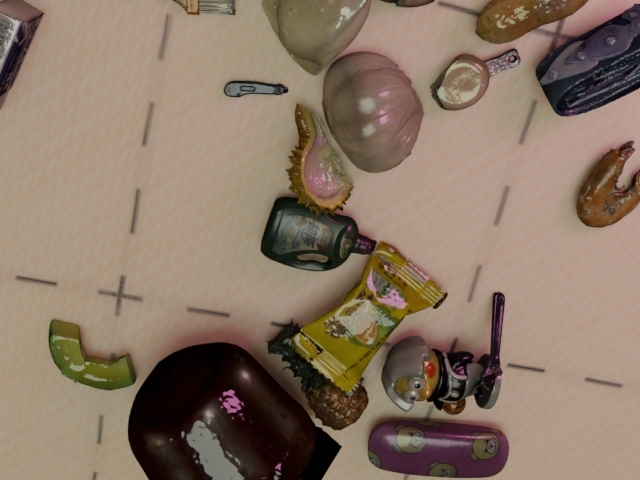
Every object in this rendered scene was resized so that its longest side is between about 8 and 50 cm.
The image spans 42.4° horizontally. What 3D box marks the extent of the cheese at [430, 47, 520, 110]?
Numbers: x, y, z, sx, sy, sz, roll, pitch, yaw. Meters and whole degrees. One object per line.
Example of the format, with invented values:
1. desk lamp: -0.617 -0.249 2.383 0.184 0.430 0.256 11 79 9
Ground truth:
1. cheese: 0.281 -0.309 1.523 0.171 0.047 0.092 -41 111 16

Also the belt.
1. belt: 0.499 -0.324 1.486 0.218 0.128 0.122 -27 149 13

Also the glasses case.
1. glasses case: 0.263 0.469 1.848 0.317 0.075 0.123 4 114 -3

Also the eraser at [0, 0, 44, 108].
1. eraser: -0.573 -0.319 1.463 0.068 0.124 0.210 27 111 -13

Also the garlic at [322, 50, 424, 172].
1. garlic: 0.095 -0.232 1.507 0.178 0.143 0.229 -21 104 10

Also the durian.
1. durian: -0.022 -0.151 1.569 0.140 0.078 0.224 -26 105 -37

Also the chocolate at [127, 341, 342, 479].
1. chocolate: -0.202 0.373 1.667 0.384 0.383 0.331 -22 104 8

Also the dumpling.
1. dumpling: -0.009 -0.409 1.425 0.179 0.131 0.252 46 138 1

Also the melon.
1. melon: -0.488 0.255 1.753 0.210 0.064 0.117 20 107 -12

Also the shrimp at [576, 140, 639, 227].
1. shrimp: 0.577 -0.108 1.623 0.133 0.051 0.187 7 120 -24

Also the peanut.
1. peanut: 0.374 -0.417 1.460 0.214 0.099 0.099 -21 112 14

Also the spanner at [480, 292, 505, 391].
1. spanner: 0.359 0.208 1.703 0.046 0.012 0.208 12 75 -15

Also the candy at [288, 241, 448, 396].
1. candy: 0.098 0.160 1.677 0.187 0.081 0.297 42 87 -11

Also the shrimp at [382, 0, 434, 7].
1. shrimp: 0.112 -0.566 1.397 0.247 0.085 0.360 -38 113 5

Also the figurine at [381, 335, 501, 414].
1. figurine: 0.245 0.293 1.744 0.237 0.133 0.176 9 121 -10

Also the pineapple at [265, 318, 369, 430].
1. pineapple: -0.010 0.283 1.743 0.128 0.128 0.248 -36 105 14

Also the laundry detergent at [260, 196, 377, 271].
1. laundry detergent: 0.000 0.000 1.641 0.222 0.078 0.144 16 114 -10

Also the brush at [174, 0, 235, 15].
1. brush: -0.309 -0.451 1.470 0.315 0.017 0.090 2 111 -1

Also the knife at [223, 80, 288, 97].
1. knife: -0.120 -0.282 1.544 0.121 0.018 0.031 2 107 -3
